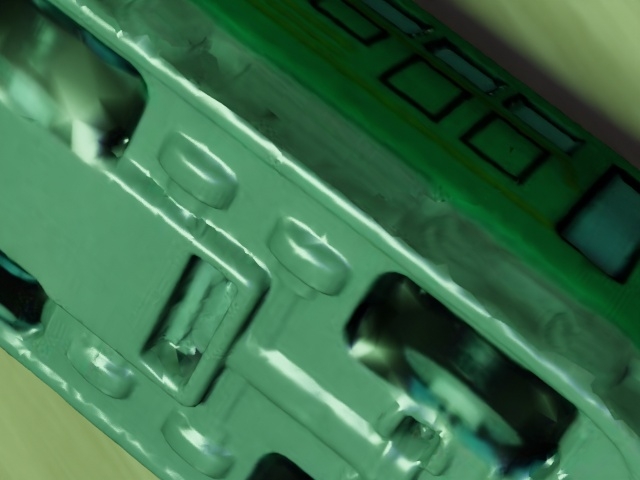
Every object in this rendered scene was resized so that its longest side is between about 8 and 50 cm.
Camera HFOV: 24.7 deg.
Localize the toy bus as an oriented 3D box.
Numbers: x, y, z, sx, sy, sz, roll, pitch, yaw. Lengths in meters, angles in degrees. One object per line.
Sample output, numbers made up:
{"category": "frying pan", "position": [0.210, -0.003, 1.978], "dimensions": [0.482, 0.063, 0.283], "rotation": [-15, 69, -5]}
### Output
{"category": "toy bus", "position": [0.000, 0.000, 0.595], "dimensions": [0.343, 0.199, 0.183], "rotation": [39, 128, 9]}
